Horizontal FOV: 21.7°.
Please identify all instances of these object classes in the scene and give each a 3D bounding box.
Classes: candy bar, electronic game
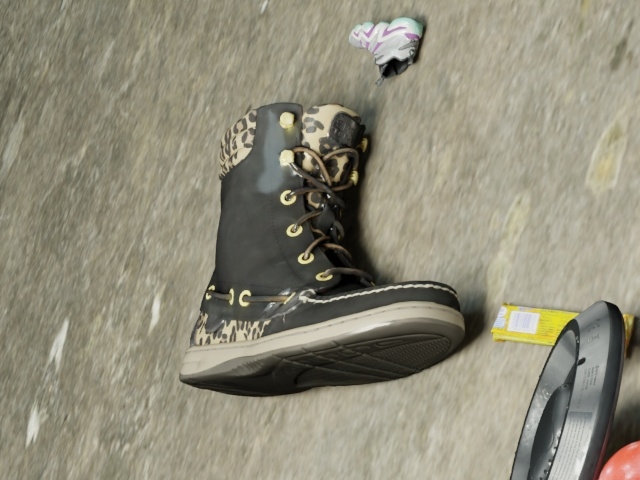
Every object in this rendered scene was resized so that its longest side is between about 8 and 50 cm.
[{"bbox_3d":[0.207,0.077,1.455,0.161,0.018,0.040,4,75,53],"label":"candy bar"},{"bbox_3d":[0.196,0.158,1.328,0.229,0.048,0.229,-163,90,-90],"label":"electronic game"}]

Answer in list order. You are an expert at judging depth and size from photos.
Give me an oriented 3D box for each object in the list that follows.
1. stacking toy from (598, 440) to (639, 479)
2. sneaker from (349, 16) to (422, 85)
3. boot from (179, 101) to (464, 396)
[{"bbox_3d":[0.252,0.304,1.170,0.141,0.141,0.330,-22,65,45],"label":"stacking toy"},{"bbox_3d":[0.062,-0.192,1.737,0.098,0.038,0.069,-6,70,51],"label":"sneaker"},{"bbox_3d":[0.000,0.000,1.660,0.377,0.138,0.284,-19,60,52],"label":"boot"}]
